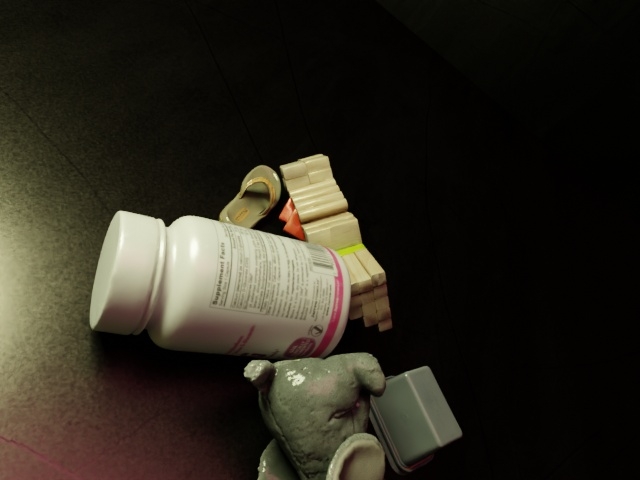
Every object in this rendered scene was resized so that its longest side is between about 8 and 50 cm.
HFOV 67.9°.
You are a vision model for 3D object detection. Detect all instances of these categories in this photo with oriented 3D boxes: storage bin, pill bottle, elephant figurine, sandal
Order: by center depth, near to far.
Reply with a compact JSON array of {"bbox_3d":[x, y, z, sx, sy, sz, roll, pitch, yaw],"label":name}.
[{"bbox_3d":[0.016,0.258,0.547,0.186,0.169,0.239,-4,71,-8],"label":"elephant figurine"},{"bbox_3d":[-0.118,0.060,0.591,0.283,0.160,0.160,14,48,-30],"label":"pill bottle"},{"bbox_3d":[0.140,0.250,0.689,0.098,0.091,0.135,-2,58,-40],"label":"storage bin"},{"bbox_3d":[-0.109,-0.074,0.802,0.072,0.049,0.180,37,40,-7],"label":"sandal"}]

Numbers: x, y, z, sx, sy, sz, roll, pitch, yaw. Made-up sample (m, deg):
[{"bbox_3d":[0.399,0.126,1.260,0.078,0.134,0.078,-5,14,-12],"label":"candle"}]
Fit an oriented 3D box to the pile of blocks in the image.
[{"bbox_3d":[0.000,0.000,0.799,0.113,0.148,0.361,-16,52,-8],"label":"pile of blocks"}]
